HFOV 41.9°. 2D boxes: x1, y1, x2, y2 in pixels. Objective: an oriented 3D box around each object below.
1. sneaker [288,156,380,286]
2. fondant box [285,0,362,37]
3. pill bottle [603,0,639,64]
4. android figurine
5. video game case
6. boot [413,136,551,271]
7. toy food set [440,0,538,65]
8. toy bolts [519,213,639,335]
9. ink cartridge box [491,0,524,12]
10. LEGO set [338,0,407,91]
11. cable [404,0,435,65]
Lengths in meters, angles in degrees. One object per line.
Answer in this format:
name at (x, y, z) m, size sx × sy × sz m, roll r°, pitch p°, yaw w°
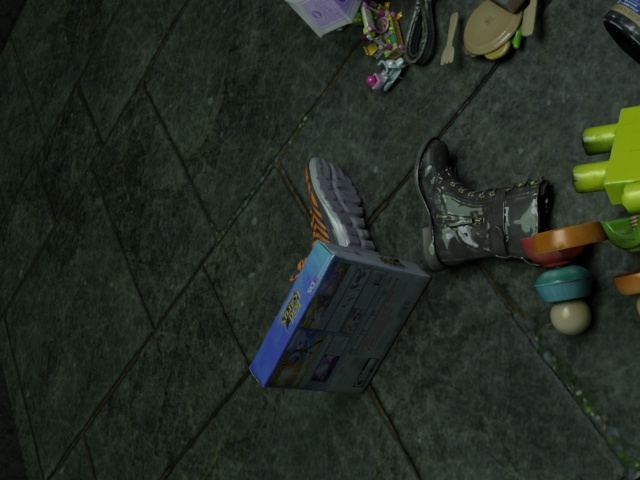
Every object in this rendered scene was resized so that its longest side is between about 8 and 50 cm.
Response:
sneaker at (0.000, 0.000, 1.639) m, size 0.180 × 0.125 × 0.321 m, roll -39°, pitch 54°, yaw 33°
fondant box at (0.006, -0.596, 1.612) m, size 0.096 × 0.238 × 0.330 m, roll -11°, pitch 48°, yaw 45°
pill bottle at (0.512, -0.347, 1.158) m, size 0.219 × 0.123 × 0.123 m, roll -46°, pitch 49°, yaw 13°
android figurine at (0.483, -0.129, 1.125) m, size 0.273 × 0.056 × 0.248 m, roll -6°, pitch 42°, yaw 38°
video game case at (0.036, 0.143, 1.474) m, size 0.061 × 0.244 × 0.269 m, roll 44°, pitch 113°, yaw 44°
boot at (0.277, -0.069, 1.399) m, size 0.229 × 0.091 × 0.262 m, roll -14°, pitch 75°, yaw 39°
toy food set at (0.305, -0.371, 1.465) m, size 0.192 × 0.038 × 0.132 m, roll -9°, pitch 60°, yaw 46°
toy bolts at (0.376, 0.059, 1.183) m, size 0.228 × 0.218 × 0.158 m, roll -19°, pitch 81°, yaw 63°
ink cartridge box at (0.292, -0.512, 1.343) m, size 0.193 × 0.235 × 0.088 m, roll -51°, pitch 42°, yaw 14°
LEGO set at (0.078, -0.432, 1.672) m, size 0.132 × 0.107 × 0.287 m, roll -52°, pitch 48°, yaw 25°
cable at (0.193, -0.483, 1.585) m, size 0.139 × 0.072 × 0.287 m, roll 29°, pitch 100°, yaw 49°
